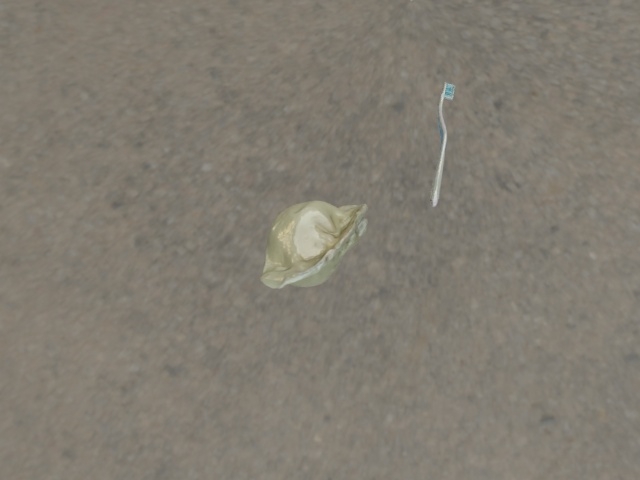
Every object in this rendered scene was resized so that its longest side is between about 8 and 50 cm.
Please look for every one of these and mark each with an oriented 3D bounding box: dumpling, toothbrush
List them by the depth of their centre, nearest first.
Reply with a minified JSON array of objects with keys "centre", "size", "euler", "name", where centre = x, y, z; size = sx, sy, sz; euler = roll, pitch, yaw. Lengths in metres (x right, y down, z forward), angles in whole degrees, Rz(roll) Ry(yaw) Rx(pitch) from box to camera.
[{"centre":[0.001,0.002,0.623],"size":[0.057,0.076,0.052],"euler":[6,93,34],"name":"dumpling"},{"centre":[0.129,-0.106,1.136],"size":[0.017,0.014,0.162],"euler":[11,61,2],"name":"toothbrush"}]
